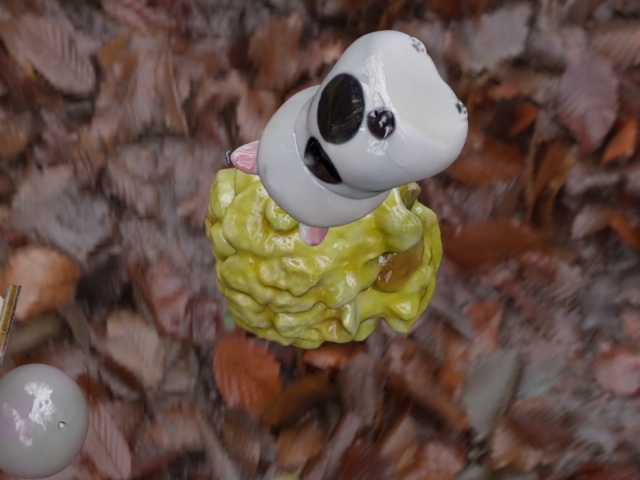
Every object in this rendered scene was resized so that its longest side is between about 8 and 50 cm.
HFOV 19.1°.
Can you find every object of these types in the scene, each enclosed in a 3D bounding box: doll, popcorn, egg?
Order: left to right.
[{"bbox_3d":[-0.272,0.173,1.809,0.103,0.135,0.103,6,58,-10],"label":"egg"},{"bbox_3d":[0.010,-0.003,1.671,0.216,0.235,0.181,-20,51,26],"label":"popcorn"},{"bbox_3d":[0.025,-0.074,1.378,0.107,0.180,0.110,-37,93,-34],"label":"doll"}]

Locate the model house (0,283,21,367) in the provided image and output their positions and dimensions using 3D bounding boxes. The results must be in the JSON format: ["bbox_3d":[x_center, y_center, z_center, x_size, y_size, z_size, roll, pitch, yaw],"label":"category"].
[{"bbox_3d":[-0.379,0.089,1.606,0.244,0.326,0.169,42,113,15],"label":"model house"}]
